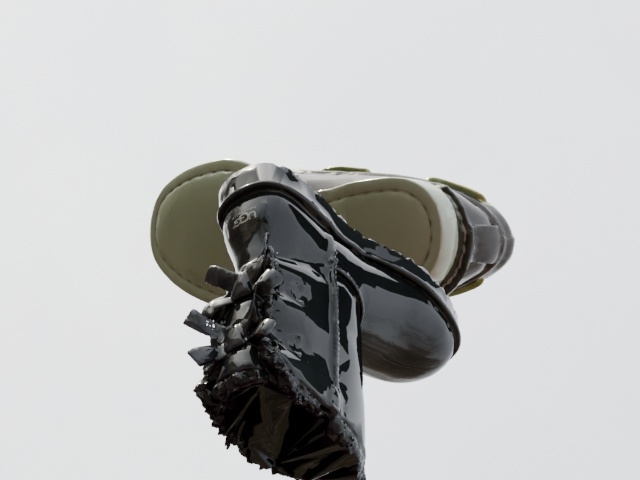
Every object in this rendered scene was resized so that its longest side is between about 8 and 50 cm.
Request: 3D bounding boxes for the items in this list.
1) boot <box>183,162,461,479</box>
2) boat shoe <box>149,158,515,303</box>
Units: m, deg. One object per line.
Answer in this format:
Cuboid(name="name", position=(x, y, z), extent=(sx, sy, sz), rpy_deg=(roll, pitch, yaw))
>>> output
Cuboid(name="boot", position=(0.005, 0.039, 0.657), extent=(0.045, 0.099, 0.121), rpy_deg=(-30, -52, 25))
Cuboid(name="boat shoe", position=(0.000, 0.000, 1.060), extent=(0.227, 0.068, 0.081), rpy_deg=(5, -89, 45))
